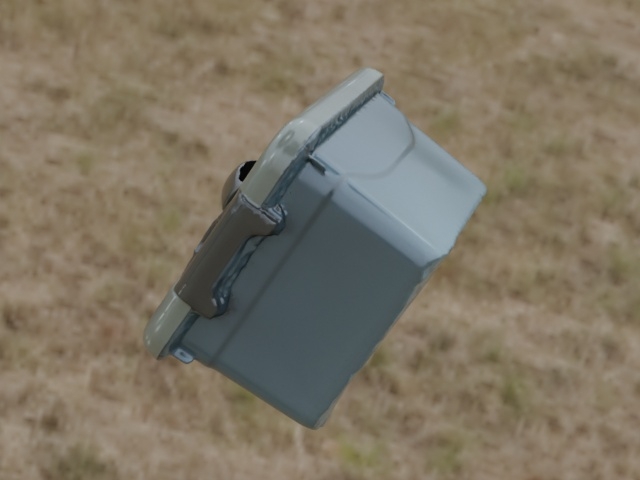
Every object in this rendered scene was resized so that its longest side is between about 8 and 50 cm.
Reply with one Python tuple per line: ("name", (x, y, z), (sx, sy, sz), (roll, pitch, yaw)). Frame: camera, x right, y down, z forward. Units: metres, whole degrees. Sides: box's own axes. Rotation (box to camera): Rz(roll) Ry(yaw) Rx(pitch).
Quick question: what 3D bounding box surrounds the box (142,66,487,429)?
("box", (0.000, 0.000, 0.955), (0.130, 0.162, 0.227), (36, 20, 1))
